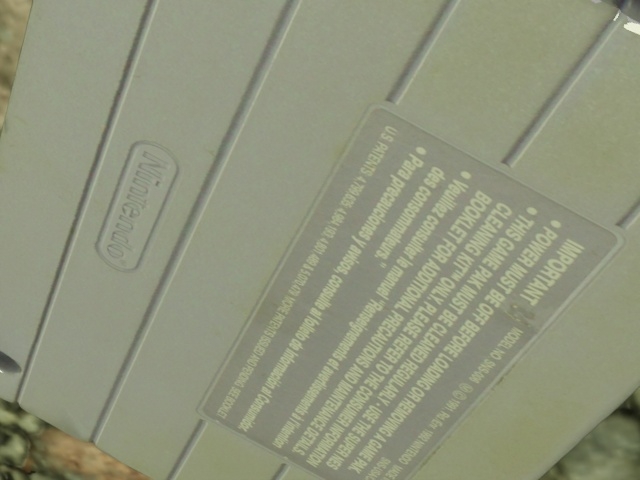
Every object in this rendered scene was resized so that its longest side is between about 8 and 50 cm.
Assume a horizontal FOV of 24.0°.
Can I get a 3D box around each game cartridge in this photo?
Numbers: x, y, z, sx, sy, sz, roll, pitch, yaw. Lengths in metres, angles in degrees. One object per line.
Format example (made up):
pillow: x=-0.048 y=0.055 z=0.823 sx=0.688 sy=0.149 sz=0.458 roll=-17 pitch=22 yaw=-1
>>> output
game cartridge: x=0.000 y=0.000 z=0.521 sx=0.230 sy=0.068 sz=0.355 roll=25 pitch=143 yaw=-5
